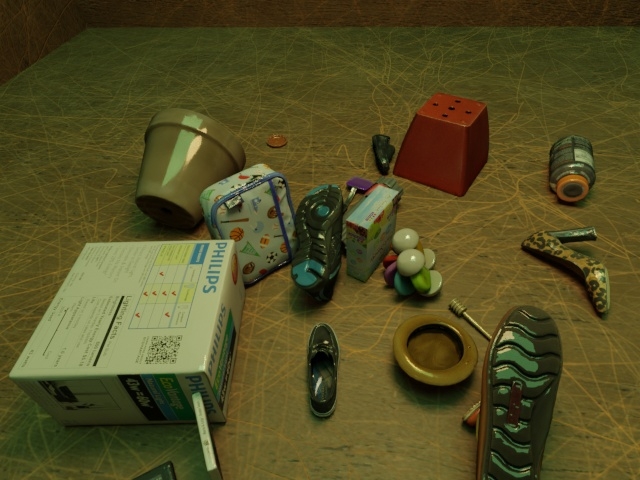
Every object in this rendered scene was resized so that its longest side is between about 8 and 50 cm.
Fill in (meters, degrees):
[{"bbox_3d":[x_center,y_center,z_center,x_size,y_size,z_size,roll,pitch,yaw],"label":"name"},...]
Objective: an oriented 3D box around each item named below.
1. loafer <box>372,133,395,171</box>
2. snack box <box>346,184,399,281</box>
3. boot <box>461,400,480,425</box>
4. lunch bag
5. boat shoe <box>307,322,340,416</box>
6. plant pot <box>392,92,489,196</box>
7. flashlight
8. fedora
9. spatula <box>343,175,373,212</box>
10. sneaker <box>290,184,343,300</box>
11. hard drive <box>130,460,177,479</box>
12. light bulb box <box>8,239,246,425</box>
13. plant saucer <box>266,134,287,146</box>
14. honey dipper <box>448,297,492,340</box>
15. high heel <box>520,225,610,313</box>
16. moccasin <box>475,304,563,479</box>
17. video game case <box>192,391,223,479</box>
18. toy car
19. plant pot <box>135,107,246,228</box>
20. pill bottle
[{"bbox_3d":[0.240,-0.332,1.531,0.079,0.076,0.223,-8,41,6],"label":"loafer"},{"bbox_3d":[0.141,-0.017,1.125,0.070,0.207,0.174,25,52,25],"label":"snack box"},{"bbox_3d":[0.372,0.359,0.843,0.158,0.059,0.084,-14,51,-13],"label":"boot"},{"bbox_3d":[-0.173,-0.048,1.106,0.243,0.303,0.115,-29,42,-23],"label":"lunch bag"},{"bbox_3d":[0.003,0.274,0.931,0.080,0.076,0.228,1,45,4],"label":"boat shoe"},{"bbox_3d":[0.437,-0.352,1.430,0.268,0.235,0.267,24,51,24],"label":"plant pot"},{"bbox_3d":[0.140,-0.079,1.273,0.304,0.103,0.103,-47,15,-31],"label":"flashlight"},{"bbox_3d":[0.253,0.258,0.933,0.195,0.079,0.194,2,41,-2],"label":"fedora"},{"bbox_3d":[0.092,-0.136,1.373,0.084,0.030,0.296,20,49,18],"label":"spatula"},{"bbox_3d":[0.000,0.000,1.124,0.125,0.139,0.340,-1,58,22],"label":"sneaker"},{"bbox_3d":[-0.307,0.497,0.760,0.094,0.022,0.135,-21,47,-18],"label":"hard drive"},{"bbox_3d":[-0.378,0.195,0.925,0.362,0.225,0.357,-1,44,1],"label":"light bulb box"},{"bbox_3d":[-0.176,-0.402,1.668,0.084,0.013,0.083,-2,44,2],"label":"plant saucer"},{"bbox_3d":[0.384,0.208,1.015,0.031,0.030,0.160,-26,53,-22],"label":"honey dipper"},{"bbox_3d":[0.657,0.083,1.112,0.186,0.093,0.261,-9,53,26],"label":"high heel"},{"bbox_3d":[0.370,0.308,0.776,0.139,0.147,0.379,7,68,16],"label":"moccasin"},{"bbox_3d":[-0.208,0.385,0.772,0.019,0.157,0.143,-14,46,-18],"label":"video game case"},{"bbox_3d":[0.230,0.070,1.097,0.136,0.159,0.181,-29,40,24],"label":"toy car"},{"bbox_3d":[-0.433,-0.200,1.307,0.324,0.323,0.280,9,63,11],"label":"plant pot"},{"bbox_3d":[0.831,-0.234,1.364,0.131,0.130,0.245,15,47,17],"label":"pill bottle"}]
